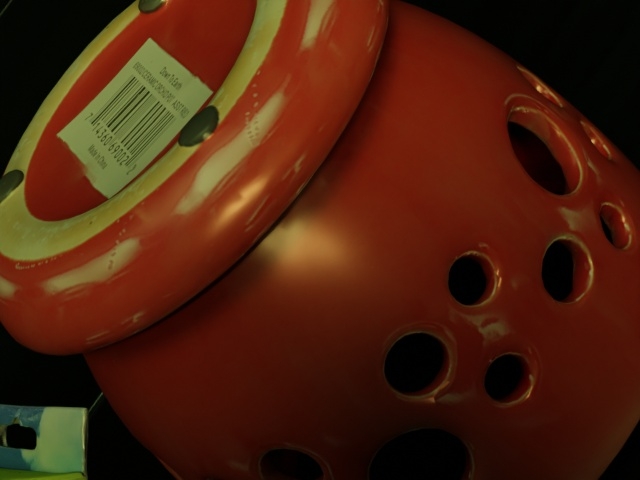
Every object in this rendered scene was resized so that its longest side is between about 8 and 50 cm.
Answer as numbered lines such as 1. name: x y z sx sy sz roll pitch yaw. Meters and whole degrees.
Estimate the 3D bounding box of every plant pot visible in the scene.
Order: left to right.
1. plant pot: 0.000 0.000 0.627 0.191 0.174 0.191 -33 31 23

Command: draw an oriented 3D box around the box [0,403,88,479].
1. box: -0.118 0.147 0.647 0.109 0.042 0.178 -5 87 55
